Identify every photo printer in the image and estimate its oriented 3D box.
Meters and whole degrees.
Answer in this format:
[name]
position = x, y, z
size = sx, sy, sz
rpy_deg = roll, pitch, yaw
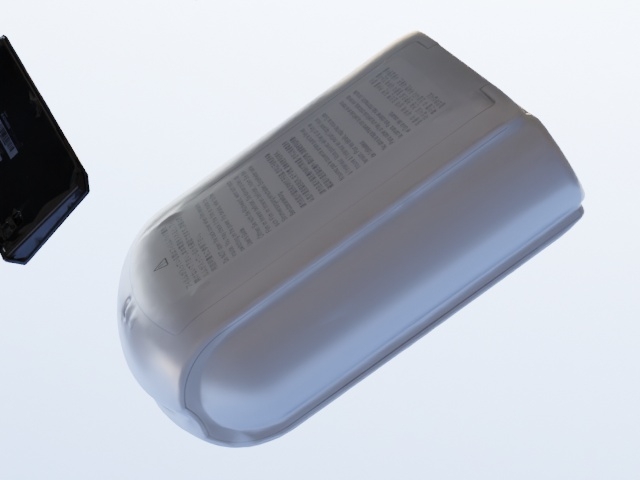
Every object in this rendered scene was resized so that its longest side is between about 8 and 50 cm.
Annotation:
[photo printer]
position = 0.000, 0.000, 1.083
size = 0.307, 0.107, 0.256
rpy_deg = -36, -156, -1

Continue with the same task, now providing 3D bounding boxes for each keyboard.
[keyboard]
position = -0.221, -0.055, 1.087
size = 0.023, 0.108, 0.180
rpy_deg = 37, -167, -48
